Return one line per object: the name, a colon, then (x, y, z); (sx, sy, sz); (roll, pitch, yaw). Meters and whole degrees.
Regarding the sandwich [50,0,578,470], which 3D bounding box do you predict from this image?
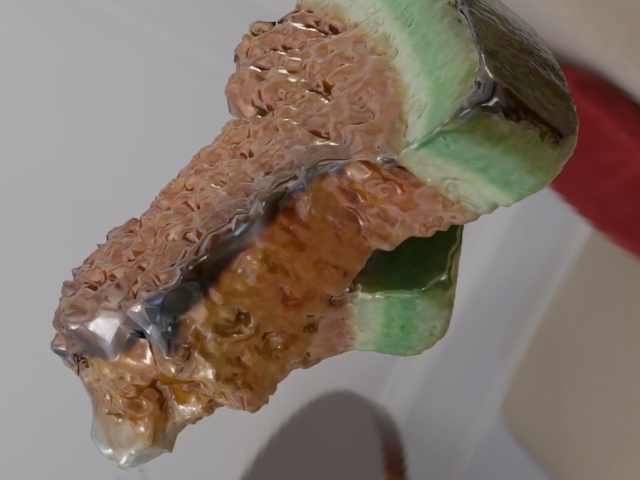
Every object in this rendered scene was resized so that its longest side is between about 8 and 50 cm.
sandwich: (0.000, 0.000, 0.866); (0.301, 0.162, 0.250); (-44, 26, 1)
